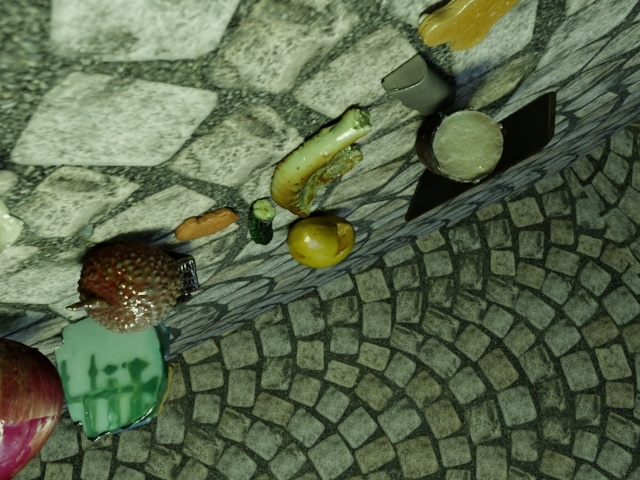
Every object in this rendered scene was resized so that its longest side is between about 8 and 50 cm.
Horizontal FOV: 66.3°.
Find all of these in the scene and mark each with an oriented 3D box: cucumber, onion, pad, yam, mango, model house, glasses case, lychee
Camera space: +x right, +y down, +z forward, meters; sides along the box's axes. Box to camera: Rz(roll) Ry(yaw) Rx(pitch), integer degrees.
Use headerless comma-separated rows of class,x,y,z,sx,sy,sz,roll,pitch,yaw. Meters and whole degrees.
cucumber,-0.126,-0.035,1.052,0.058,0.058,0.187,-24,168,-12
onion,-0.637,0.357,0.846,0.348,0.385,0.348,-10,164,-3
pad,0.338,-0.220,1.103,0.375,0.063,0.315,-31,-159,42
yam,0.245,-0.179,0.905,0.131,0.131,0.279,-28,-172,10
mango,0.000,0.000,1.327,0.167,0.130,0.262,-34,162,25
model house,-0.330,0.084,0.992,0.165,0.106,0.152,-23,172,-40
model house,-0.494,0.338,1.304,0.252,0.295,0.329,-21,166,-7
glasses case,0.166,-0.244,0.797,0.072,0.042,0.190,-23,172,28
lychee,-0.331,0.083,0.836,0.165,0.165,0.197,-33,-177,32

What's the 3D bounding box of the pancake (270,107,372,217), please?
pancake,0.004,-0.127,0.929,0.197,0.054,0.376,-23,170,-20

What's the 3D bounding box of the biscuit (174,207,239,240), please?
biscuit,-0.219,-0.029,0.954,0.130,0.019,0.102,-19,168,-37

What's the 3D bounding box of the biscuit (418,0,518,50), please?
biscuit,0.233,-0.322,0.592,0.240,0.035,0.158,-34,169,38

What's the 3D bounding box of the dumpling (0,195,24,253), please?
dumpling,-0.369,-0.025,0.428,0.188,0.108,0.127,-3,133,-31
